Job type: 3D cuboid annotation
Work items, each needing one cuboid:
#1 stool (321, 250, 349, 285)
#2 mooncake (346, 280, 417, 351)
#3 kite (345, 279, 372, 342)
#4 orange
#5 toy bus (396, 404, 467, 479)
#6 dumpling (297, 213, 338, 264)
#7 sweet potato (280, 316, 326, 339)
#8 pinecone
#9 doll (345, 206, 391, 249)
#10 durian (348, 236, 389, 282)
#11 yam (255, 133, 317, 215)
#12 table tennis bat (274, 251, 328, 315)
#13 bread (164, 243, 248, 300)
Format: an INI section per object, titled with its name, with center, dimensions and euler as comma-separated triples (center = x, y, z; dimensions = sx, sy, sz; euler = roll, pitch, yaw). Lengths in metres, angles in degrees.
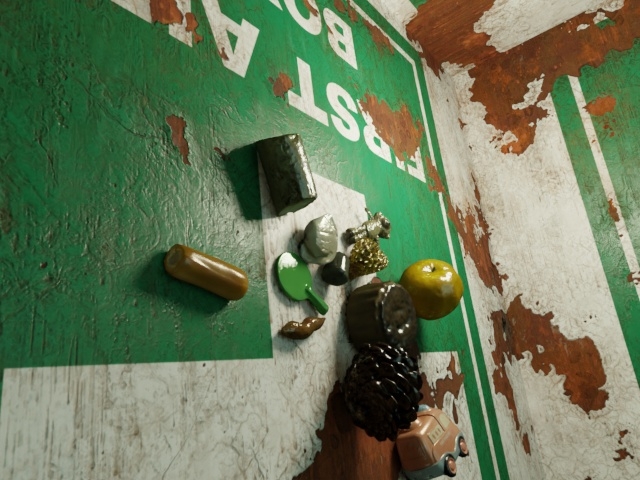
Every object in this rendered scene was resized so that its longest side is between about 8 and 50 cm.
[stool]
center = 0.057, 0.100, 1.654
dimensions = 0.096, 0.096, 0.110
euler = 48, 36, -29
[mooncake]
center = 0.235, 0.295, 1.722
dimensions = 0.290, 0.161, 0.291
euler = 21, 62, -46
[kite]
center = 0.170, 0.289, 1.786
dimensions = 0.268, 0.013, 0.323
euler = 52, 41, -26
[orange]
center = 0.477, 0.215, 2.027
dimensions = 0.279, 0.278, 0.235
euler = -51, 145, -50
[toy bus]
center = 0.397, 0.750, 1.742
dimensions = 0.287, 0.194, 0.232
euler = -18, 76, -54
[dumpling]
center = 0.000, 0.001, 1.618
dimensions = 0.150, 0.092, 0.177
euler = 47, 41, -20
[sweet potato]
center = -0.047, 0.275, 1.464
dimensions = 0.218, 0.051, 0.065
euler = -2, 73, -53
[pinecone]
center = 0.200, 0.474, 1.491
dimensions = 0.242, 0.298, 0.296
euler = 34, 46, -9
[doll]
center = 0.202, -0.053, 1.936
dimensions = 0.285, 0.091, 0.203
euler = 18, 56, -42
[durian]
center = 0.181, 0.072, 1.817
dimensions = 0.182, 0.132, 0.165
euler = -1, 54, -31
[yam]
center = -0.108, -0.227, 1.533
dimensions = 0.161, 0.161, 0.268
euler = -13, 88, -55
[table tennis bat]
center = -0.059, 0.149, 1.526
dimensions = 0.257, 0.039, 0.160
euler = 50, 39, -19
[bread]
center = -0.288, 0.084, 1.211
dimensions = 0.239, 0.073, 0.093
euler = 30, 56, -42
